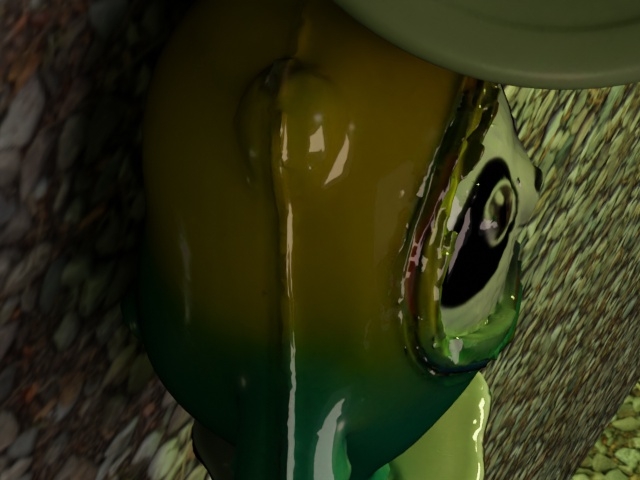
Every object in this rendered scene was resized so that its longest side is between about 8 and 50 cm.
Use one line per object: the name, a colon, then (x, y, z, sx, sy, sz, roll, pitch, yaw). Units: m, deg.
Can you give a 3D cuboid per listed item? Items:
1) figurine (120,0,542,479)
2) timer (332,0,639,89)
figurine: (0.000, 0.000, 0.910, 0.324, 0.231, 0.340, -78, 169, -48)
timer: (0.118, -0.266, 0.817, 0.315, 0.290, 0.291, -77, -178, -59)
